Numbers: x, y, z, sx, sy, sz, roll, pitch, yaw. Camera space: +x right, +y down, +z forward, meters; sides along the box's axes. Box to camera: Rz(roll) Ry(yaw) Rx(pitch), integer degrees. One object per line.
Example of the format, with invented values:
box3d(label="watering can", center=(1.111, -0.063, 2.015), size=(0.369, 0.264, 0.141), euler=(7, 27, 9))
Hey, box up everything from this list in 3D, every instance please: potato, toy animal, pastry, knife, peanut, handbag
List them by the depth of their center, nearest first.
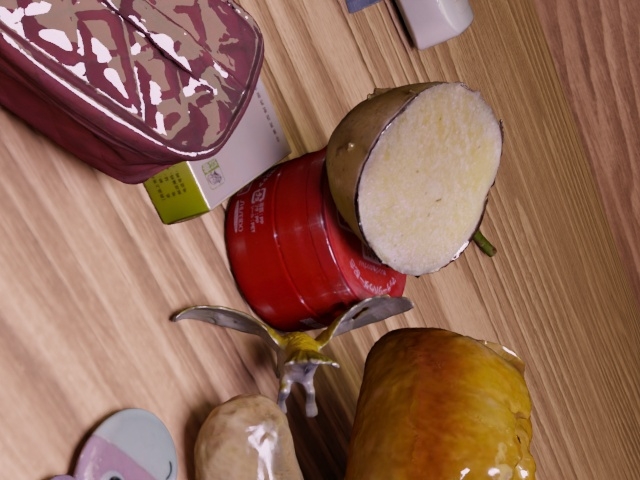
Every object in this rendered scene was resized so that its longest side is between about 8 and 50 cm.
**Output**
box3d(label="handbag", center=(-0.158, -0.145, 0.525), size=(0.225, 0.135, 0.146), euler=(37, 64, -30))
box3d(label="knife", center=(-0.097, 0.324, 0.568), size=(0.132, 0.038, 0.398), euler=(-31, 105, -57))
box3d(label="peanut", center=(-0.049, 0.244, 0.625), size=(0.086, 0.104, 0.228), euler=(-13, 91, -33))
box3d(label="toy animal", center=(-0.032, 0.119, 0.695), size=(0.155, 0.219, 0.095), euler=(105, -17, -45))
box3d(label="pastry", center=(0.098, 0.245, 0.697), size=(0.356, 0.164, 0.356), euler=(11, 90, -88))
box3d(label="potato", center=(0.077, -0.072, 0.724), size=(0.182, 0.117, 0.202), euler=(-56, 137, -3))

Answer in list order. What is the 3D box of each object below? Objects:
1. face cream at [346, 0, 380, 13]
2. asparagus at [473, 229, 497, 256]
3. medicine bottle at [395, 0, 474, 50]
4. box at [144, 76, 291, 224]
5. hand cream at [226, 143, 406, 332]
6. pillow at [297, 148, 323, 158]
box3d(label="face cream", center=(0.040, -0.544, 1.077), size=(0.086, 0.135, 0.385), euler=(-28, 106, -44))
box3d(label="asparagus", center=(0.272, -0.036, 1.370), size=(0.248, 0.024, 0.025), euler=(42, 36, -41))
box3d(label="medicine bottle", center=(0.163, -0.520, 1.314), size=(0.324, 0.124, 0.179), euler=(63, 30, -23))
box3d(label="box", center=(-0.136, -0.168, 0.704), size=(0.175, 0.062, 0.260), euler=(-46, 118, -56))
box3d(label="hand cream", center=(0.000, 0.000, 0.794), size=(0.193, 0.125, 0.193), euler=(31, 52, -49))
box3d(label="pillow", center=(0.027, -0.087, 0.956), size=(0.150, 0.048, 0.090), euler=(-31, 106, -57))
